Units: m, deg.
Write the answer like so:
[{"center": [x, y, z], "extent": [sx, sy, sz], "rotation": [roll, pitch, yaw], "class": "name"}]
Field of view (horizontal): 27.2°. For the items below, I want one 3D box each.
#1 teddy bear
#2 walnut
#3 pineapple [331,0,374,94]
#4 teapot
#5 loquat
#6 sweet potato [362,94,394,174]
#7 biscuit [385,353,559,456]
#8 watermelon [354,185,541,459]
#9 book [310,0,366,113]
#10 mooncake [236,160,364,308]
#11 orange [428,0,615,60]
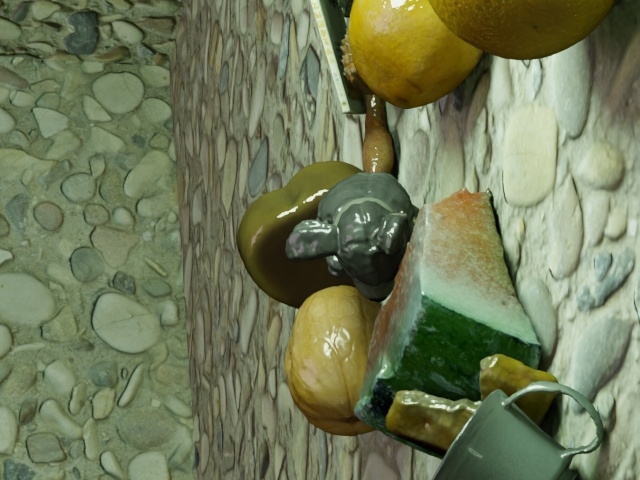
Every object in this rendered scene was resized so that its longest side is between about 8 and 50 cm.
[{"center": [0.046, 0.004, 1.781], "extent": [0.251, 0.171, 0.144], "rotation": [-67, -30, -69], "class": "teddy bear"}, {"center": [0.035, 0.176, 1.940], "extent": [0.193, 0.193, 0.225], "rotation": [110, 156, -49], "class": "walnut"}, {"center": [0.079, -0.350, 1.975], "extent": [0.119, 0.130, 0.277], "rotation": [60, -163, -58], "class": "pineapple"}, {"center": [0.209, 0.254, 1.382], "extent": [0.162, 0.149, 0.239], "rotation": [-16, -45, -64], "class": "teapot"}, {"center": [0.123, -0.272, 1.697], "extent": [0.234, 0.176, 0.187], "rotation": [115, 169, -49], "class": "loquat"}, {"center": [0.086, -0.175, 2.042], "extent": [0.050, 0.050, 0.214], "rotation": [112, 161, -52], "class": "sweet potato"}, {"center": [0.172, 0.190, 1.503], "extent": [0.039, 0.174, 0.183], "rotation": [-48, -19, -49], "class": "biscuit"}, {"center": [0.137, 0.115, 1.619], "extent": [0.264, 0.151, 0.302], "rotation": [108, 158, -45], "class": "watermelon"}, {"center": [0.017, -0.338, 2.041], "extent": [0.208, 0.020, 0.295], "rotation": [-24, -81, -79], "class": "book"}, {"center": [0.000, 0.000, 2.035], "extent": [0.117, 0.235, 0.235], "rotation": [-117, 32, -54], "class": "mooncake"}, {"center": [0.200, -0.294, 1.315], "extent": [0.236, 0.236, 0.236], "rotation": [-178, 90, -75], "class": "orange"}]
